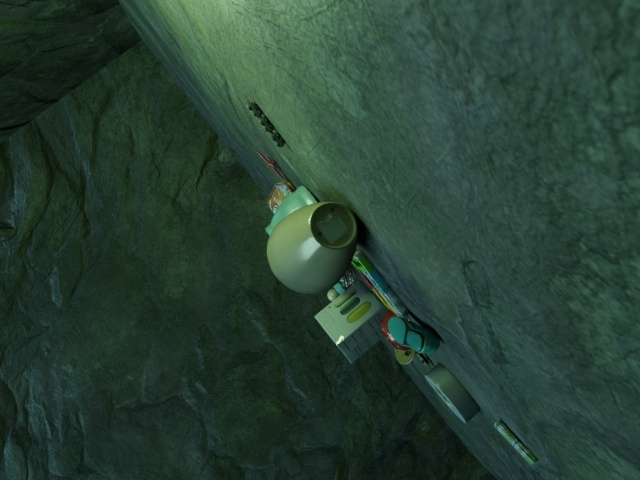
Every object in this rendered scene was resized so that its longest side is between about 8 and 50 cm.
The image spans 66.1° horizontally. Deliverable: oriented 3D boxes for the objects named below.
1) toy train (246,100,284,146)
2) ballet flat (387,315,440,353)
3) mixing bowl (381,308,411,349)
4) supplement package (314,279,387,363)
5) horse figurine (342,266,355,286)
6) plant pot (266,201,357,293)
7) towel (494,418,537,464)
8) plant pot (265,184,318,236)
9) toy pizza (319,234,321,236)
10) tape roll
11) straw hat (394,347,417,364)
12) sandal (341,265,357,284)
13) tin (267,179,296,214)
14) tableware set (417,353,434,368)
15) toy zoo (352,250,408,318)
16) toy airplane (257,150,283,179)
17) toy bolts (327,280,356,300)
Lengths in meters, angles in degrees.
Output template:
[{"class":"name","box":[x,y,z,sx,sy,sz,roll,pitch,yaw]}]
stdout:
[{"class":"toy train","box":[-0.156,-0.333,1.411,0.158,0.027,0.036,52,-174,-10]},{"class":"ballet flat","box":[0.297,0.301,1.550,0.087,0.083,0.247,12,-178,-17]},{"class":"mixing bowl","box":[0.286,0.332,1.803,0.181,0.098,0.181,51,176,5]},{"class":"supplement package","box":[0.156,0.361,2.200,0.199,0.262,0.198,46,172,43]},{"class":"horse figurine","box":[0.087,0.097,1.957,0.263,0.066,0.175,34,-143,-78]},{"class":"plant pot","box":[0.000,0.000,1.362,0.257,0.256,0.274,51,159,2]},{"class":"towel","box":[0.606,0.625,1.529,0.152,0.023,0.113,46,175,30]},{"class":"plant pot","box":[-0.071,-0.020,1.739,0.293,0.196,0.293,57,175,8]},{"class":"toy pizza","box":[0.004,0.007,1.531,0.201,0.201,0.032,51,150,2]},{"class":"tape roll","box":[0.488,0.566,1.830,0.219,0.072,0.219,50,175,6]},{"class":"straw hat","box":[0.368,0.442,2.014,0.061,0.145,0.144,10,-167,-23]},{"class":"sandal","box":[0.049,0.090,2.143,0.265,0.102,0.076,49,172,6]},{"class":"tin","box":[-0.151,-0.165,1.982,0.106,0.040,0.190,48,142,9]},{"class":"tableware set","box":[0.403,0.474,2.092,0.128,0.039,0.194,55,174,-35]},{"class":"toy zoo","box":[0.201,0.157,1.682,0.293,0.030,0.192,52,175,-6]},{"class":"toy airplane","box":[-0.193,-0.299,1.939,0.151,0.028,0.151,46,177,4]},{"class":"toy bolts","box":[0.090,0.232,2.451,0.218,0.158,0.228,53,174,-23]}]
